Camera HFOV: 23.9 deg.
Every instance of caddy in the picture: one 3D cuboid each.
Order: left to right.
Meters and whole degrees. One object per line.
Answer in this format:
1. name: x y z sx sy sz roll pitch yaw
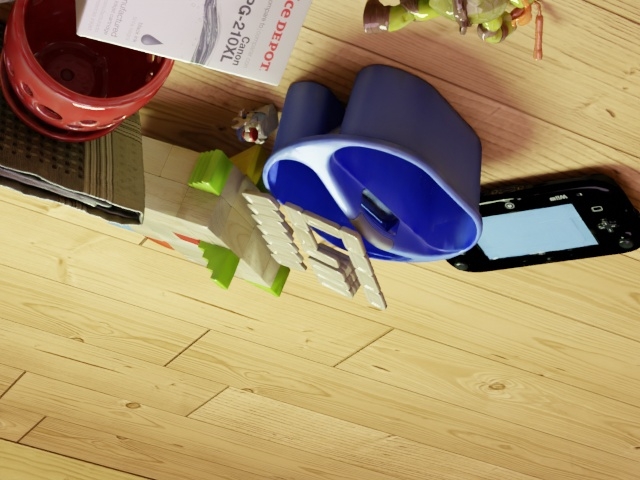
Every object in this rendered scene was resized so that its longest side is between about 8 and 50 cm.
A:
1. caddy: 0.075 -0.079 2.015 0.241 0.179 0.341 -10 148 32

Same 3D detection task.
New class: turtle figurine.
1. turtle figurine: 0.155 -0.271 1.704 0.217 0.087 0.269 1 153 16

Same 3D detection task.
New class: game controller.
1. game controller: 0.303 -0.022 2.185 0.319 0.067 0.166 -10 149 32

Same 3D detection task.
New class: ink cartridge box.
1. ink cartridge box: -0.130 -0.288 1.646 0.237 0.100 0.172 13 122 -19

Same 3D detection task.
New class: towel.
1. towel: -0.366 -0.157 1.862 0.312 0.324 0.056 21 122 -24

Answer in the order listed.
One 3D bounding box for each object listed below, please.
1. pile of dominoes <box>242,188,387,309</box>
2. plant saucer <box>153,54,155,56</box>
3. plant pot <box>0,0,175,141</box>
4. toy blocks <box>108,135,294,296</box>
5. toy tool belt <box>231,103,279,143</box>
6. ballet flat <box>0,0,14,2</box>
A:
1. pile of dominoes: 0.000 0.000 2.078 0.196 0.040 0.251 25 161 22
2. plant saucer: -0.227 -0.293 1.839 0.200 0.037 0.200 8 155 4
3. plant pot: -0.278 -0.212 1.762 0.191 0.191 0.174 17 156 -16
4. toy blocks: -0.208 -0.053 2.165 0.261 0.190 0.381 18 168 21
5. toy tool belt: -0.094 -0.153 2.037 0.051 0.083 0.052 1 116 28
6. ballet flat: -0.417 -0.330 1.773 0.086 0.086 0.248 -8 149 31
